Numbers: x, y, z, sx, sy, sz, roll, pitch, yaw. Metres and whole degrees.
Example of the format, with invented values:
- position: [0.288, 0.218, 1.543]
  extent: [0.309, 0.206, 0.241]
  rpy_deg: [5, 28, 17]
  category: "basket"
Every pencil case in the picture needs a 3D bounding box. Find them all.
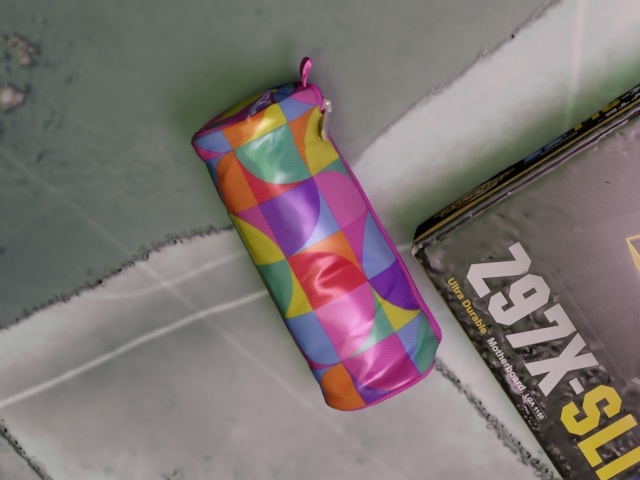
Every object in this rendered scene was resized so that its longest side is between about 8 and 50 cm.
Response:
- position: [0.000, 0.000, 1.196]
  extent: [0.104, 0.104, 0.236]
  rpy_deg: [-24, 100, 10]
  category: "pencil case"

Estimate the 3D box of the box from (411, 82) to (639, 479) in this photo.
- position: [0.254, 0.061, 1.195]
  extent: [0.257, 0.079, 0.322]
  rpy_deg: [-32, 97, 13]
  category: "box"
